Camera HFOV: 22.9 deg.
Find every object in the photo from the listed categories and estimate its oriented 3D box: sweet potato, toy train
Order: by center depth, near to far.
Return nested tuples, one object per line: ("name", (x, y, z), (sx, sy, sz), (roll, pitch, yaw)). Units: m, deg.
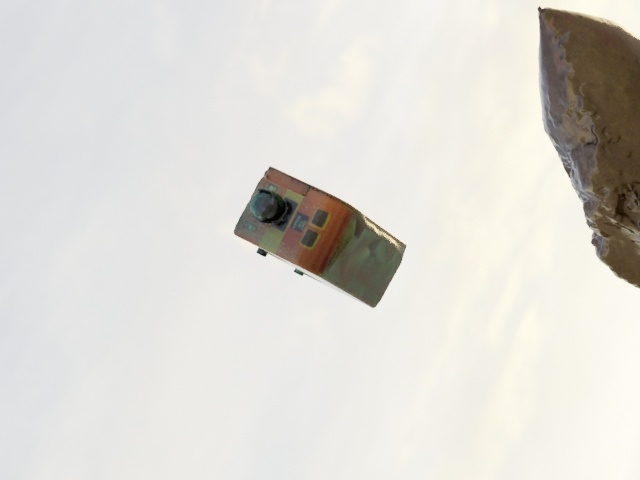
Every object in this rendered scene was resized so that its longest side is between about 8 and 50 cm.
("sweet potato", (0.133, -0.006, 0.556), (0.206, 0.060, 0.068), (40, -97, -22))
("toy train", (0.000, 0.000, 1.338), (0.072, 0.099, 0.188), (-60, -25, -1))
